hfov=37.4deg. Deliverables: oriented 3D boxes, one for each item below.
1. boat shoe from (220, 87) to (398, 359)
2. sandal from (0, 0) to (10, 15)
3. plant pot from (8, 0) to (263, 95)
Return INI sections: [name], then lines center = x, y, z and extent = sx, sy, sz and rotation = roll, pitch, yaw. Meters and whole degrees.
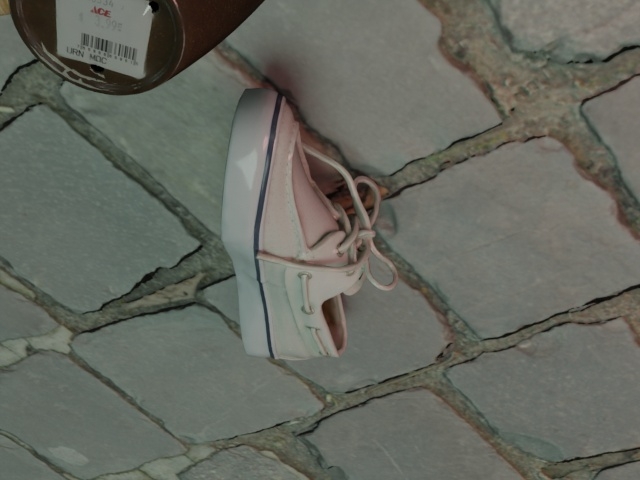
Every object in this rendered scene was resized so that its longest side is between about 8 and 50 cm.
[boat shoe]
center = -0.001, 0.008, 0.903
extent = 0.156, 0.136, 0.367
rotation = 7, 140, 7
[sandal]
center = -0.247, -0.281, 0.713
extent = 0.079, 0.088, 0.240
rotation = -12, 140, -3
[plant pot]
center = -0.112, -0.207, 0.632
extent = 0.215, 0.230, 0.215
rotation = 6, 137, 6
